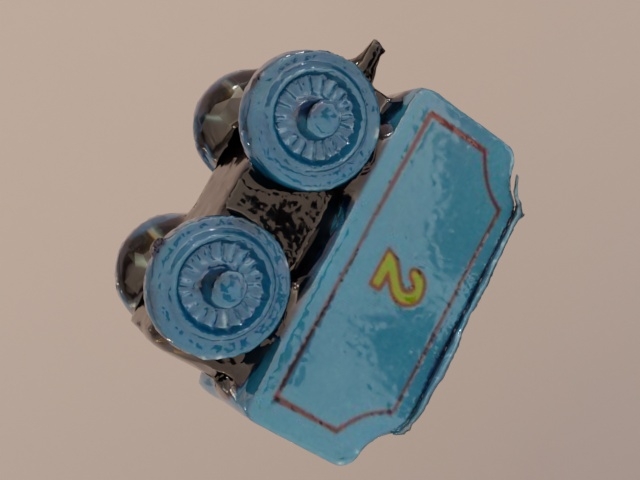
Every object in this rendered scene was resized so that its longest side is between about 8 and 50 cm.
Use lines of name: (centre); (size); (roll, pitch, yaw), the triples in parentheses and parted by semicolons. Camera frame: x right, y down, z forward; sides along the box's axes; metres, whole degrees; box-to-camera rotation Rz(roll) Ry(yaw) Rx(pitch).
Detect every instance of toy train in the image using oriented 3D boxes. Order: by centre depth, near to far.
toy train: (0.000, 0.000, 0.808); (0.265, 0.188, 0.300); (32, -99, -20)
